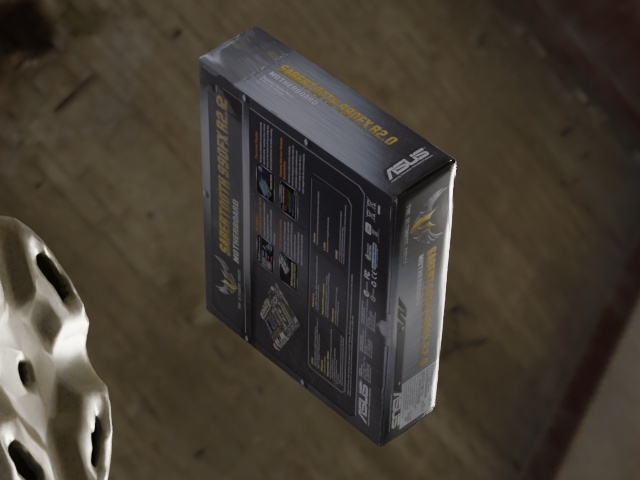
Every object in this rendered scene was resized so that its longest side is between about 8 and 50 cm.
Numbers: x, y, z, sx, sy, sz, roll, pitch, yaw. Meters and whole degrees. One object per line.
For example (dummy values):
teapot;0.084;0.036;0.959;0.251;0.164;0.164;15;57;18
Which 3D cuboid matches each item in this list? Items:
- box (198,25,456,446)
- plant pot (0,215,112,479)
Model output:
box;0.000;0.000;1.261;0.056;0.231;0.183;-31;-129;-30
plant pot;-0.324;0.127;1.319;0.334;0.305;0.334;-16;-90;-74
